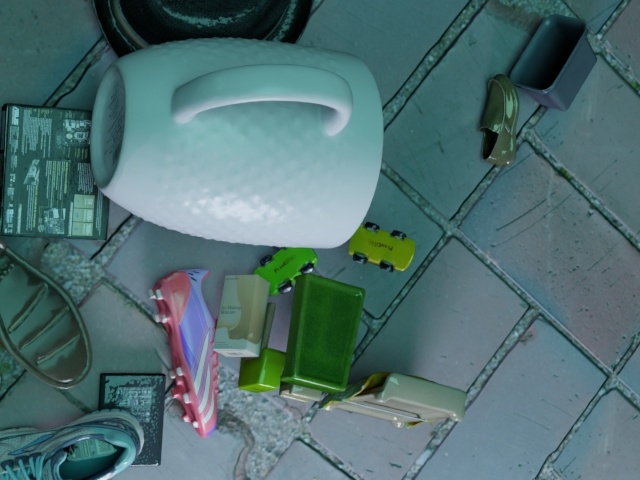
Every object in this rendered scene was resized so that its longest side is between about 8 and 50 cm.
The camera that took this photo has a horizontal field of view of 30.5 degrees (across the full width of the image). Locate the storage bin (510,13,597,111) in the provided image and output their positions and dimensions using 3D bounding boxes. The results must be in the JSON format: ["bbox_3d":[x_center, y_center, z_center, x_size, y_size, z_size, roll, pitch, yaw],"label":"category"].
[{"bbox_3d":[0.374,-0.276,1.873,0.135,0.098,0.091,-58,137,-8],"label":"storage bin"}]

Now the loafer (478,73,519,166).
[{"bbox_3d":[0.280,-0.188,1.856,0.050,0.056,0.148,-8,97,-26],"label":"loafer"}]

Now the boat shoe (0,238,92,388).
[{"bbox_3d":[-0.426,0.071,1.598,0.111,0.104,0.307,-42,105,-22],"label":"boat shoe"}]

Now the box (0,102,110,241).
[{"bbox_3d":[-0.365,-0.093,1.616,0.147,0.077,0.180,2,94,-20],"label":"box"}]

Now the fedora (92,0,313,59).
[{"bbox_3d":[-0.146,-0.359,1.636,0.334,0.152,0.334,-2,95,-20],"label":"fedora"}]

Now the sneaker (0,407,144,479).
[{"bbox_3d":[-0.381,0.307,1.609,0.283,0.122,0.110,-20,98,-8],"label":"sneaker"}]

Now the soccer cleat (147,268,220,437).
[{"bbox_3d":[-0.177,0.163,1.708,0.095,0.083,0.248,-17,97,-23],"label":"soccer cleat"}]

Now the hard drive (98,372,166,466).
[{"bbox_3d":[-0.275,0.261,1.707,0.094,0.022,0.135,3,93,-20],"label":"hard drive"}]

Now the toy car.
[{"bbox_3d":[0.000,0.000,1.750,0.225,0.053,0.239,-38,73,5],"label":"toy car"}]

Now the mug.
[{"bbox_3d":[-0.103,-0.144,1.519,0.328,0.374,0.276,4,76,-26],"label":"mug"}]

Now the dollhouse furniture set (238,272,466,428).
[{"bbox_3d":[0.057,0.172,1.746,0.302,0.197,0.151,17,71,-23],"label":"dollhouse furniture set"}]

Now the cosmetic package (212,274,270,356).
[{"bbox_3d":[-0.114,0.109,1.704,0.041,0.060,0.115,37,54,-55],"label":"cosmetic package"}]
